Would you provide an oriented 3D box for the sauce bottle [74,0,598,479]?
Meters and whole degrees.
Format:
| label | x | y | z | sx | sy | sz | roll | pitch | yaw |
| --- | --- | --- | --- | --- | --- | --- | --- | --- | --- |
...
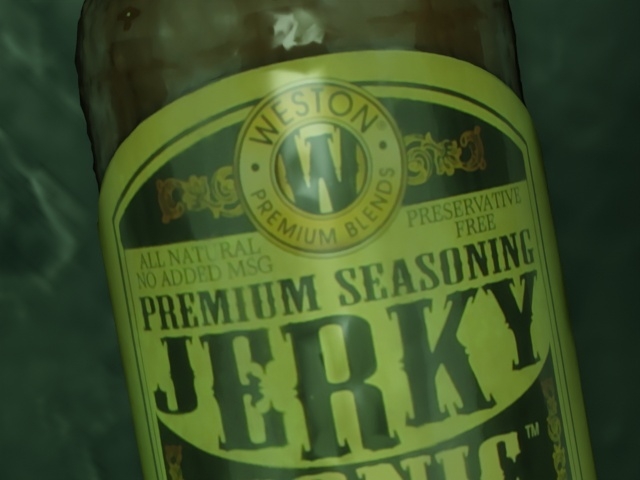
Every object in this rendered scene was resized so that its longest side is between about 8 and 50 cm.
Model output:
| label | x | y | z | sx | sy | sz | roll | pitch | yaw |
| --- | --- | --- | --- | --- | --- | --- | --- | --- | --- |
| sauce bottle | 0.000 | 0.000 | 0.426 | 0.111 | 0.111 | 0.344 | -12 | 94 | -2 |
